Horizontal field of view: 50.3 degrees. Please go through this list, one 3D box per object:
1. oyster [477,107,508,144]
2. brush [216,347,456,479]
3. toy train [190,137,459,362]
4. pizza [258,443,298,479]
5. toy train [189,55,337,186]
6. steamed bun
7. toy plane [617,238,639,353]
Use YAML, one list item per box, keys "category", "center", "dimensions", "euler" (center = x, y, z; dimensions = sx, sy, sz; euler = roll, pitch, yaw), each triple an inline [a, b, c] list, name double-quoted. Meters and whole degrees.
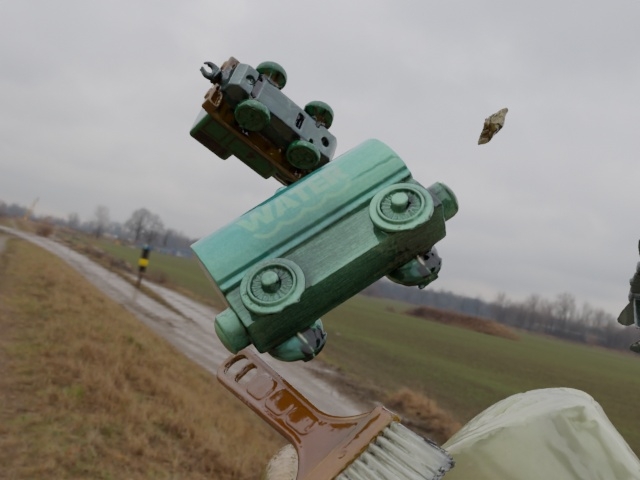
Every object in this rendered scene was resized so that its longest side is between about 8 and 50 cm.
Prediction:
- category: "oyster"
  center: [0.355, -0.233, 1.397]
  dimensions: [0.034, 0.093, 0.051]
  euler: [37, 17, 23]
- category: "brush"
  center: [-0.020, 0.136, 0.521]
  dimensions: [0.017, 0.090, 0.314]
  euler: [56, -17, -22]
- category: "toy train"
  center: [0.000, 0.000, 0.626]
  dimensions: [0.159, 0.248, 0.101]
  euler: [50, -15, 37]
- category: "pizza"
  center: [0.035, 0.489, 0.992]
  dimensions: [0.130, 0.406, 0.440]
  euler: [-27, -15, -3]
- category: "toy train"
  center: [-0.072, -0.140, 0.872]
  dimensions: [0.228, 0.091, 0.136]
  euler: [38, -41, -25]
- category: "steamed bun"
  center: [0.285, 0.378, 0.822]
  dimensions: [0.290, 0.371, 0.456]
  euler: [-34, -31, 12]
- category: "toy plane"
  center: [0.491, 0.063, 0.769]
  dimensions: [0.267, 0.088, 0.212]
  euler: [3, -49, 12]
